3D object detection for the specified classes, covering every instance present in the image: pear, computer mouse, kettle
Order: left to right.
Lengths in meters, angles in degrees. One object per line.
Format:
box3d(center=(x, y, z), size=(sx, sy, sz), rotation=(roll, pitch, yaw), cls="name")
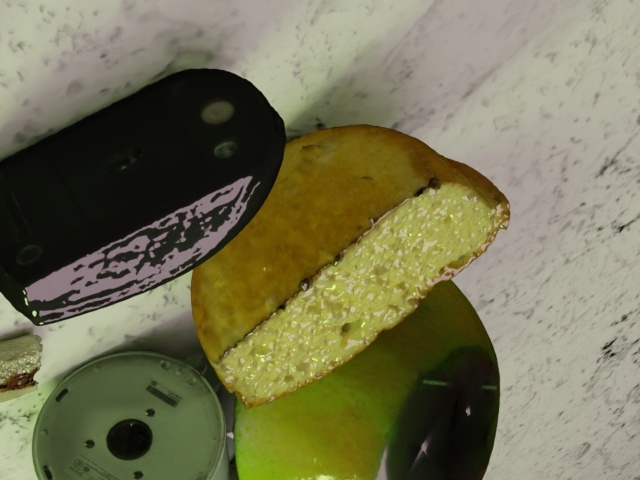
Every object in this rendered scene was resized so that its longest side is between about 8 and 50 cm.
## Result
box3d(center=(-0.153, -0.033, 1.048), size=(0.269, 0.170, 0.100), rotation=(-27, 135, -10), cls="computer mouse")
box3d(center=(-0.196, 0.263, 1.460), size=(0.205, 0.265, 0.318), rotation=(0, 147, 2), cls="kettle")
box3d(center=(0.088, 0.198, 1.441), size=(0.399, 0.165, 0.399), rotation=(-13, 108, -44), cls="pear")

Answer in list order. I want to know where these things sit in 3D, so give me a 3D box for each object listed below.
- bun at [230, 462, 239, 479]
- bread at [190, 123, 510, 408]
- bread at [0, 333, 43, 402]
box3d(center=(-0.041, 0.390, 1.674), size=(0.361, 0.361, 0.213), rotation=(-28, 128, -14), cls="bun")
box3d(center=(0.000, 0.000, 1.255), size=(0.340, 0.179, 0.194), rotation=(-39, 149, 12), cls="bread")
box3d(center=(-0.317, 0.132, 1.264), size=(0.070, 0.035, 0.083), rotation=(-14, 147, -31), cls="bread")
